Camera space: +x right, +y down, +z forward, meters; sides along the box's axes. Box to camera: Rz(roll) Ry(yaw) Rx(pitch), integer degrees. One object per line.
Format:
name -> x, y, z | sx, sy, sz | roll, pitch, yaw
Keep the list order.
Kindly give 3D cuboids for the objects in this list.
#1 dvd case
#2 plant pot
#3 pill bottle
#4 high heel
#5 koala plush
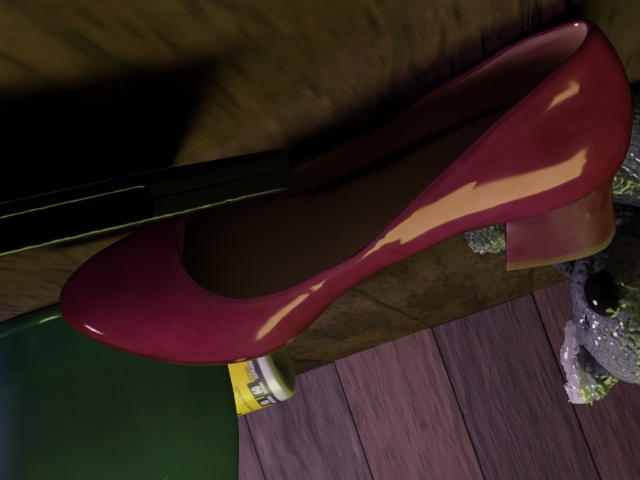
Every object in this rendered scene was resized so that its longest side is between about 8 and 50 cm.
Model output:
dvd case -> -0.160, -0.004, 0.541 | 0.253, 0.022, 0.180 | -14, -173, -24
plant pot -> -0.193, 0.199, 1.062 | 0.272, 0.255, 0.271 | -18, 171, -3
pill bottle -> -0.145, 0.160, 1.335 | 0.208, 0.119, 0.119 | -21, 170, 9
high heel -> -0.002, -0.035, 0.696 | 0.377, 0.127, 0.181 | -15, 142, 4
koala plush -> 0.254, 0.017, 0.948 | 0.196, 0.221, 0.203 | -25, 164, 30
